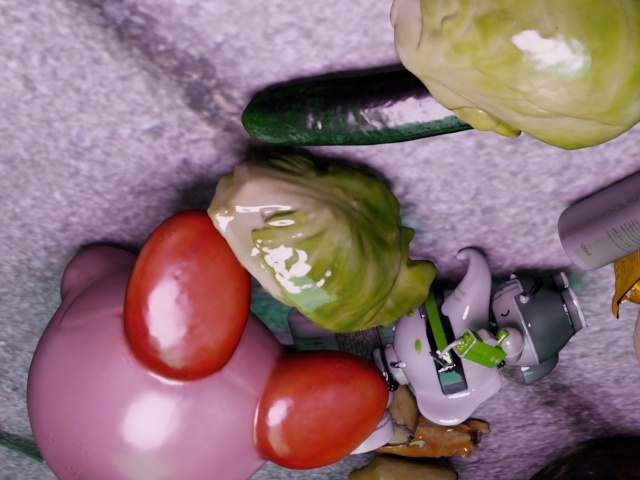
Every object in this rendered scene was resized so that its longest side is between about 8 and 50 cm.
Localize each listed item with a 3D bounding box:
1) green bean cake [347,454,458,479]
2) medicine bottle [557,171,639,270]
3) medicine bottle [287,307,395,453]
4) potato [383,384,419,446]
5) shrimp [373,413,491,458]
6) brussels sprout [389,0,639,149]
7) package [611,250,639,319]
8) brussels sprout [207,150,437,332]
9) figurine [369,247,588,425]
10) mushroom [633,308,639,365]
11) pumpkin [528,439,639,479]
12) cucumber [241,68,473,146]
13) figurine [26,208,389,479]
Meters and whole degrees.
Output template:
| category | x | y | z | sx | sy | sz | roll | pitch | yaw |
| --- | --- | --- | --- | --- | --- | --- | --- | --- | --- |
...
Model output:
| category | x | y | z | sx | sy | sz | roll | pitch | yaw |
| --- | --- | --- | --- | --- | --- | --- | --- | --- | --- |
| green bean cake | 0.082 | 0.367 | 1.454 | 0.124 | 0.236 | 0.233 | 11 | 169 | 10 |
| medicine bottle | 0.273 | -0.036 | 0.960 | 0.057 | 0.058 | 0.199 | 26 | 143 | -32 |
| medicine bottle | 0.024 | 0.122 | 1.172 | 0.079 | 0.079 | 0.140 | -10 | 104 | 22 |
| potato | 0.003 | 0.155 | 1.298 | 0.200 | 0.081 | 0.164 | 7 | 158 | 1 |
| shrimp | 0.099 | 0.221 | 1.437 | 0.187 | 0.052 | 0.132 | 4 | 170 | 9 |
| brussels sprout | 0.139 | -0.134 | 0.750 | 0.183 | 0.131 | 0.145 | 25 | 161 | -17 |
| package | 0.277 | 0.009 | 1.023 | 0.047 | 0.071 | 0.131 | 29 | 144 | -31 |
| brussels sprout | 0.001 | -0.002 | 0.979 | 0.100 | 0.139 | 0.181 | -26 | 135 | 30 |
| figurine | 0.133 | 0.082 | 1.108 | 0.192 | 0.147 | 0.126 | -23 | 126 | 9 |
| mushroom | 0.369 | 0.123 | 1.053 | 0.246 | 0.202 | 0.246 | 40 | 168 | 11 |
| pumpkin | 0.313 | 0.436 | 1.371 | 0.344 | 0.454 | 0.454 | 33 | 147 | 4 |
| cucumber | 0.074 | -0.100 | 0.883 | 0.284 | 0.056 | 0.056 | -7 | 147 | 20 |
| figurine | -0.132 | 0.130 | 1.064 | 0.261 | 0.211 | 0.270 | -3 | 139 | 50 |
